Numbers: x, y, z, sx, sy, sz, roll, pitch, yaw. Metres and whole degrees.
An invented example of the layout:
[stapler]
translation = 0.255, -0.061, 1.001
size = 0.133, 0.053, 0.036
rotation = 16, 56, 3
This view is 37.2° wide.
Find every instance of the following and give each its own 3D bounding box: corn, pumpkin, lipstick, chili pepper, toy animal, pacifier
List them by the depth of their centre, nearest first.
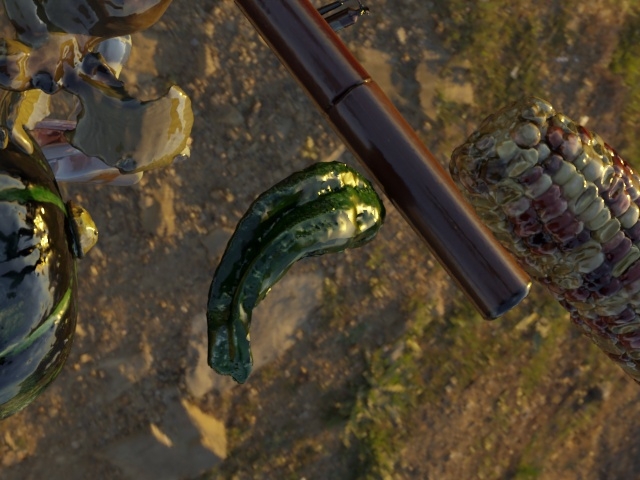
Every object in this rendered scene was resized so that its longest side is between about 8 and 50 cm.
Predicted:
[toy animal]
translation = -0.101, -0.127, 0.480
size = 0.214, 0.094, 0.186
rotation = -28, 145, 3
[corn]
translation = 0.185, 0.016, 0.590
size = 0.290, 0.098, 0.098
rotation = 38, 98, -25
[chili pepper]
translation = 0.000, -0.001, 0.747
size = 0.279, 0.065, 0.122
rotation = -35, 146, -54
[lipstick]
translation = 0.054, -0.084, 0.819
size = 0.057, 0.057, 0.357
rotation = -38, 89, -2
[pumpkin]
translation = -0.316, 0.011, 0.826
size = 0.238, 0.315, 0.315
rotation = -13, 126, -18
[pacifier]
translation = -0.343, -0.187, 1.439
size = 0.220, 0.273, 0.332
rotation = -34, 163, 27

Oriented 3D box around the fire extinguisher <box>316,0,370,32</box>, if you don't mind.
[fire extinguisher]
translation = 0.006, -0.350, 1.527
size = 0.173, 0.049, 0.035
rotation = -19, 167, 27
